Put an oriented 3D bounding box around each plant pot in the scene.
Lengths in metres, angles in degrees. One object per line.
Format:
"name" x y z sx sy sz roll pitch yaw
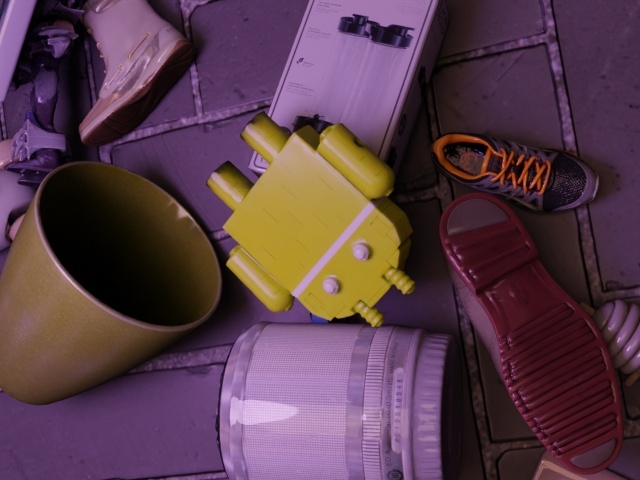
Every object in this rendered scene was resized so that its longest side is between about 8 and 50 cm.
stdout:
"plant pot" -0.328 0.091 1.295 0.293 0.274 0.275 -45 75 29

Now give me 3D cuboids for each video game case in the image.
"video game case" -0.427 -0.370 1.340 0.300 0.036 0.329 31 102 61

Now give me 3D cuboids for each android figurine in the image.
"android figurine" -0.007 -0.016 1.121 0.273 0.056 0.248 46 122 5

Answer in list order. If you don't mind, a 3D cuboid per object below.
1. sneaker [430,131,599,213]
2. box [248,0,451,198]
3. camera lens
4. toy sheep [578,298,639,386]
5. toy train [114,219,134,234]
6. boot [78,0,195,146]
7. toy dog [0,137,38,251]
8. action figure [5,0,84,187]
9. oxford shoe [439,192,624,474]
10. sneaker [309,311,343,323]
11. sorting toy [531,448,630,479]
"sneaker" 0.231 -0.085 1.170 0.214 0.083 0.084 13 92 18
"box" 0.042 -0.190 1.201 0.169 0.087 0.290 14 79 20
"camera lens" 0.024 0.210 1.161 0.274 0.219 0.219 0 89 16
"toy sheep" 0.357 0.114 1.120 0.132 0.091 0.091 31 100 0
"toy train" -0.330 -0.057 1.403 0.158 0.027 0.036 34 89 18
"boot" -0.299 -0.255 1.370 0.213 0.077 0.165 -44 74 13
"toy dog" -0.530 -0.003 1.402 0.220 0.161 0.334 36 101 17
"action figure" -0.393 -0.225 1.351 0.099 0.185 0.285 2 78 -22
"oxford shoe" 0.250 0.110 1.141 0.123 0.130 0.348 -22 76 -3
"sneaker" 0.000 0.000 1.258 0.090 0.081 0.232 6 84 23
"sorting toy" 0.325 0.381 1.155 0.193 0.038 0.208 24 92 19
